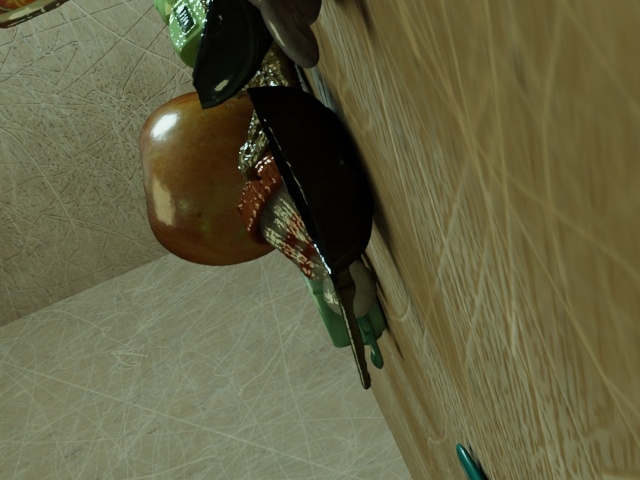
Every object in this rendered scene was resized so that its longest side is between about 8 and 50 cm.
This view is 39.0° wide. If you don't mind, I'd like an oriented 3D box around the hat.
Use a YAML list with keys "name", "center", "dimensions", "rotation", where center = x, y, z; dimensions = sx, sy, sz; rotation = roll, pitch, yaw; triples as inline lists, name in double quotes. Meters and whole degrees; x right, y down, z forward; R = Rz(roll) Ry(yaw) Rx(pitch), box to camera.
- name: "hat"
  center: [0.000, 0.000, 0.834]
  dimensions: [0.162, 0.093, 0.112]
  rotation: [46, 179, 24]

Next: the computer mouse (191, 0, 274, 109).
- name: "computer mouse"
  center: [-0.052, -0.133, 0.571]
  dimensions: [0.135, 0.047, 0.079]
  rotation: [124, 158, -59]

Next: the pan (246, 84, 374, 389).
- name: "pan"
  center: [0.010, -0.014, 0.611]
  dimensions: [0.128, 0.048, 0.202]
  rotation: [-114, 3, -55]

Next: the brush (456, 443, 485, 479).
- name: "brush"
  center: [0.117, 0.206, 0.574]
  dimensions: [0.193, 0.032, 0.043]
  rotation: [-119, 5, -52]

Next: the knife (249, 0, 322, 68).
- name: "knife"
  center: [-0.125, -0.199, 0.273]
  dimensions: [0.399, 0.038, 0.132]
  rotation: [42, -157, -37]

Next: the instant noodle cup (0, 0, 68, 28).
- name: "instant noodle cup"
  center: [-0.146, -0.218, 0.432]
  dimensions: [0.174, 0.213, 0.213]
  rotation: [58, -178, -31]

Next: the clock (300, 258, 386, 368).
- name: "clock"
  center: [0.016, 0.043, 0.939]
  dimensions: [0.188, 0.060, 0.148]
  rotation: [-117, 4, -47]

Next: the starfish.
- name: "starfish"
  center: [-0.045, -0.134, 0.684]
  dimensions: [0.213, 0.057, 0.238]
  rotation: [59, 160, 26]

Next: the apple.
- name: "apple"
  center: [-0.132, -0.091, 1.258]
  dimensions: [0.253, 0.254, 0.253]
  rotation: [156, 90, -88]

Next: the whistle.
- name: "whistle"
  center: [-0.145, -0.272, 1.146]
  dimensions: [0.085, 0.105, 0.227]
  rotation: [14, -138, -54]
